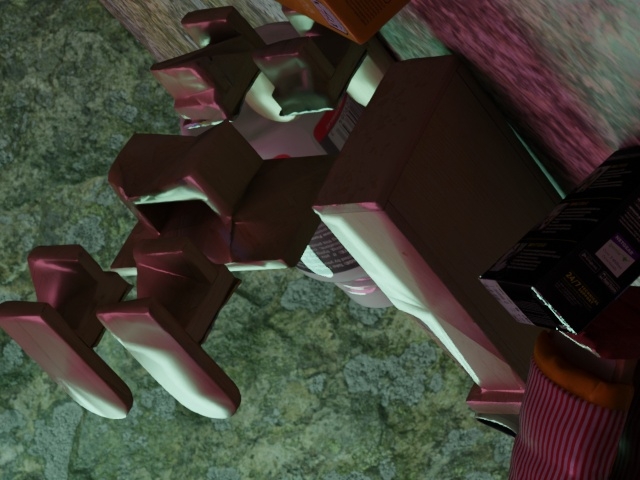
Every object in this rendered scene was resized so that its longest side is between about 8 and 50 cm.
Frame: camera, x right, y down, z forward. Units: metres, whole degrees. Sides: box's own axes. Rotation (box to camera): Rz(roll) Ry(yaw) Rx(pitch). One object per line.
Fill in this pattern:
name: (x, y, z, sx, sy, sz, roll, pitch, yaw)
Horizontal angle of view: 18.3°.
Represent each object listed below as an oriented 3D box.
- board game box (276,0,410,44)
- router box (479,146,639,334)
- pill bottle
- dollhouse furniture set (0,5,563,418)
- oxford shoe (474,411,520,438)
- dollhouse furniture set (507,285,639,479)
board game box: (-0.077, -0.284, 1.528, 0.242, 0.064, 0.316, 47, 175, -27)
router box: (0.178, -0.003, 1.279, 0.046, 0.133, 0.179, 47, 176, -4)
pill bottle: (0.005, -0.067, 2.081, 0.176, 0.176, 0.318, 41, 174, 47)
dollhouse furniture set: (0.000, 0.000, 1.704, 0.394, 0.362, 0.256, -3, 138, 43)
oxford shoe: (0.351, 0.299, 2.541, 0.364, 0.133, 0.130, 43, 175, 30)
dollhouse furniture set: (0.259, 0.177, 1.317, 0.152, 0.201, 0.374, 2, -163, -29)
